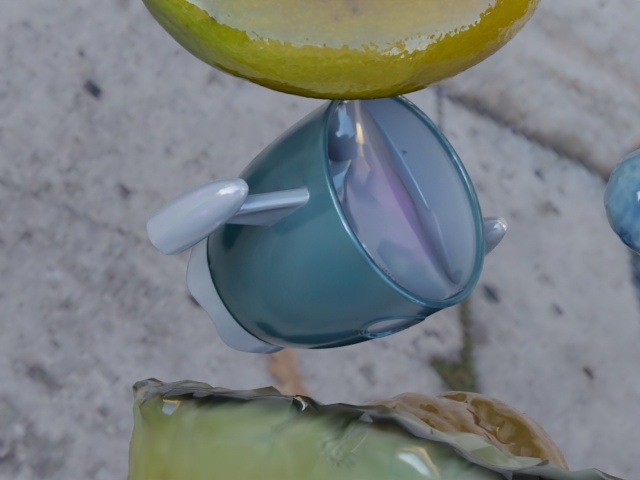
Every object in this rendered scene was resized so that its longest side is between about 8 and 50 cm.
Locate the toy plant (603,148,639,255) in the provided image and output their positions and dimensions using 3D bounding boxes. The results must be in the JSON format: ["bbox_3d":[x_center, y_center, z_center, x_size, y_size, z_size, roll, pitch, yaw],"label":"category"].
[{"bbox_3d":[0.320,-0.007,1.216,0.332,0.247,0.247,62,30,-19],"label":"toy plant"}]

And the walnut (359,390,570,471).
[{"bbox_3d":[0.119,0.293,1.785,0.333,0.333,0.333,28,38,-24],"label":"walnut"}]

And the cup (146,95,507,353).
[{"bbox_3d":[0.000,0.000,1.294,0.300,0.173,0.167,7,62,-45],"label":"cup"}]

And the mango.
[{"bbox_3d":[0.025,-0.174,1.143,0.317,0.119,0.176,-19,88,-35],"label":"mango"}]

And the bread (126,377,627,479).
[{"bbox_3d":[0.082,0.223,0.538,0.395,0.239,0.264,28,80,-35],"label":"bread"}]
